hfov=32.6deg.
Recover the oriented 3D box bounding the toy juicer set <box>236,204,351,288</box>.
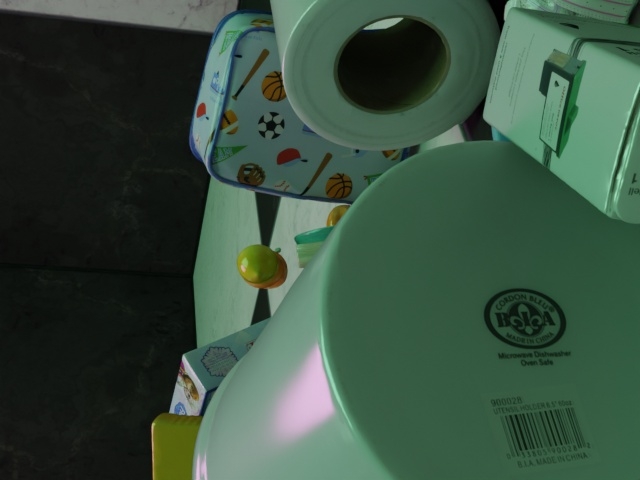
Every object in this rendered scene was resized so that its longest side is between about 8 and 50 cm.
[{"bbox_3d":[0.000,0.000,1.417,0.329,0.209,0.089,157,107,-66],"label":"toy juicer set"}]

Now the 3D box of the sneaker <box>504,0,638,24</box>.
[{"bbox_3d":[0.223,-0.232,0.896,0.111,0.103,0.252,-136,50,-75],"label":"sneaker"}]

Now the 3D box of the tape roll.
[{"bbox_3d":[0.069,-0.247,1.249,0.169,0.246,0.246,-99,19,-46],"label":"tape roll"}]

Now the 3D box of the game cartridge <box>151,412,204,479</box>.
[{"bbox_3d":[-0.048,0.361,1.363,0.053,0.324,0.285,-37,-52,-75],"label":"game cartridge"}]

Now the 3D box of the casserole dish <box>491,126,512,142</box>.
[{"bbox_3d":[0.215,-0.149,1.052,0.188,0.037,0.114,124,148,-63],"label":"casserole dish"}]

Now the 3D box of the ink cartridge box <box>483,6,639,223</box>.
[{"bbox_3d":[0.224,-0.083,0.722,0.219,0.160,0.092,-120,38,-66],"label":"ink cartridge box"}]

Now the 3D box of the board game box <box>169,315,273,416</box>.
[{"bbox_3d":[-0.062,0.206,1.542,0.066,0.318,0.318,54,149,24],"label":"board game box"}]

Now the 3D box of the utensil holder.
[{"bbox_3d":[0.091,0.143,0.878,0.385,0.328,0.327,120,151,-58],"label":"utensil holder"}]

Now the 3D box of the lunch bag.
[{"bbox_3d":[-0.008,-0.178,1.451,0.115,0.304,0.243,-135,56,-60],"label":"lunch bag"}]
